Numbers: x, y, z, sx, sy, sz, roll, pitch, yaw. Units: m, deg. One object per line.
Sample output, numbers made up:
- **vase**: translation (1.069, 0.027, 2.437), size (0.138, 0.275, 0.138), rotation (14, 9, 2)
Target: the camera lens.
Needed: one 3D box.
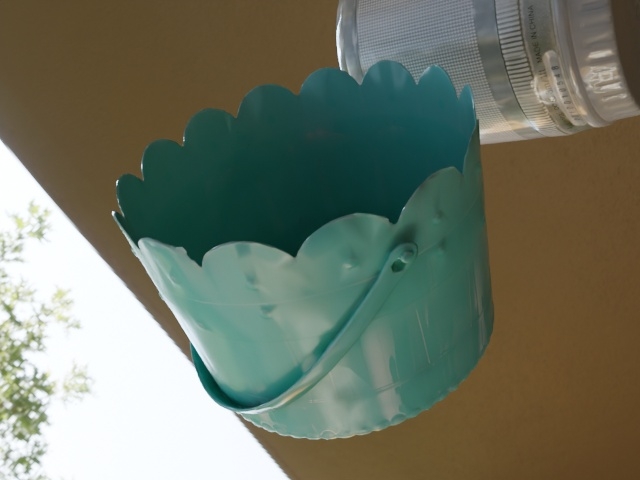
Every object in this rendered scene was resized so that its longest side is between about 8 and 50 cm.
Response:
- **camera lens**: translation (0.170, -0.206, 0.659), size (0.274, 0.219, 0.219), rotation (0, -56, 39)

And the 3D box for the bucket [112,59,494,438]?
- **bucket**: translation (0.000, 0.000, 0.512), size (0.281, 0.281, 0.183), rotation (-1, -56, 26)
